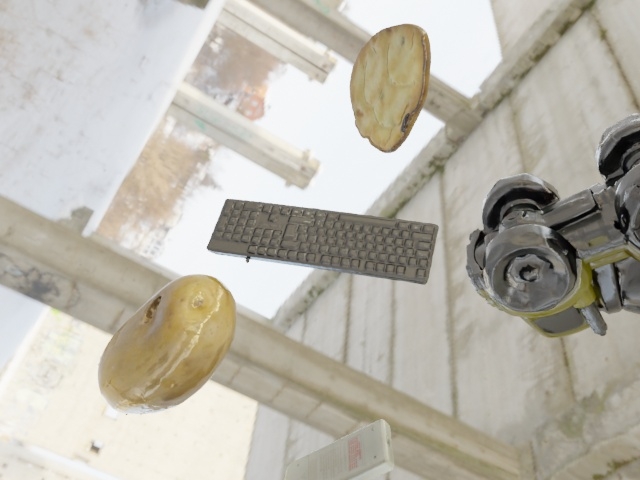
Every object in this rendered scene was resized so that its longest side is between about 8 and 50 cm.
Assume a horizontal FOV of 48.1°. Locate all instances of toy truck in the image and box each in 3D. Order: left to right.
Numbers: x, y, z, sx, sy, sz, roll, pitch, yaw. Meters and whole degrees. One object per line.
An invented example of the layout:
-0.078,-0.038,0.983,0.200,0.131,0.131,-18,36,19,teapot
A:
0.246,0.011,0.602,0.224,0.165,0.147,-27,-160,23,toy truck

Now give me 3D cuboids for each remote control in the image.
0.026,0.346,1.094,0.190,0.029,0.087,-31,-152,17,remote control

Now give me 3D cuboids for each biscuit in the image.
0.125,-0.275,1.277,0.260,0.041,0.203,-56,-132,50,biscuit

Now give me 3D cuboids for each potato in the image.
-0.196,0.137,0.946,0.234,0.146,0.150,-39,-124,23,potato

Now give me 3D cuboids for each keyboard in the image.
0.000,0.000,0.981,0.018,0.310,0.100,76,26,-56,keyboard
